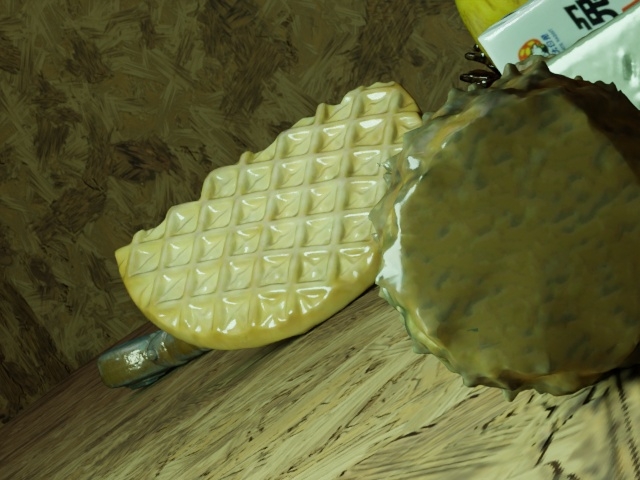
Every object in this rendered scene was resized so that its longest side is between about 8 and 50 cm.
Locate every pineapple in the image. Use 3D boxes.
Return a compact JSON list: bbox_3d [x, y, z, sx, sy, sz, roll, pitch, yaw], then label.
[{"bbox_3d":[0.084,-0.007,0.750,0.128,0.128,0.248,-35,0,4],"label":"pineapple"}]

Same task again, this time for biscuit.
[{"bbox_3d":[-0.029,-0.010,1.574,0.309,0.040,0.204,-32,47,3],"label":"biscuit"}]

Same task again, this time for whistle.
[{"bbox_3d":[-0.185,0.131,2.097,0.107,0.057,0.220,-20,-3,-39],"label":"whistle"}]

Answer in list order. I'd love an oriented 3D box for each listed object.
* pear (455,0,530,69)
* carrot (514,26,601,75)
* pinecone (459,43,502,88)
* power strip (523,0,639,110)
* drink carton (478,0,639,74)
[{"bbox_3d":[0.231,-0.244,1.481,0.280,0.281,0.281,-35,3,2],"label":"pear"},{"bbox_3d":[0.217,-0.110,1.150,0.263,0.102,0.102,-31,4,32],"label":"carrot"},{"bbox_3d":[0.191,-0.142,1.644,0.140,0.121,0.140,-36,11,8],"label":"pinecone"},{"bbox_3d":[0.146,-0.061,1.113,0.288,0.093,0.053,-33,2,33],"label":"power strip"},{"bbox_3d":[0.273,-0.180,1.241,0.315,0.130,0.106,-35,1,22],"label":"drink carton"}]
